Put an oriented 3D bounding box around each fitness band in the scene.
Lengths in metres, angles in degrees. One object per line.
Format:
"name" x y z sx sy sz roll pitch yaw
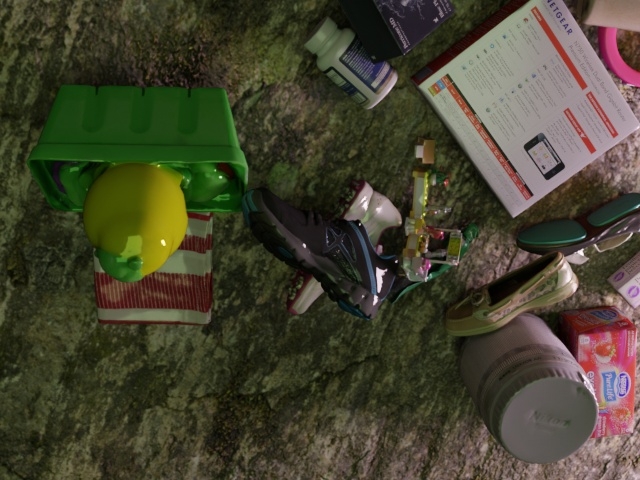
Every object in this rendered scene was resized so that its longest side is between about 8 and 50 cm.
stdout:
"fitness band" 0.670 -0.391 1.653 0.291 0.054 0.209 1 110 -6

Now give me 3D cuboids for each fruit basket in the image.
"fruit basket" -0.307 -0.080 1.509 0.392 0.283 0.392 2 71 -4

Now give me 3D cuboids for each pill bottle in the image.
"pill bottle" 0.053 -0.329 1.600 0.169 0.094 0.094 39 102 -17

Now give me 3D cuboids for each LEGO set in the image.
"LEGO set" 0.224 -0.053 1.684 0.107 0.132 0.287 6 74 12

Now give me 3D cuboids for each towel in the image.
"towel" -0.331 0.018 1.726 0.237 0.037 0.329 2 110 -5

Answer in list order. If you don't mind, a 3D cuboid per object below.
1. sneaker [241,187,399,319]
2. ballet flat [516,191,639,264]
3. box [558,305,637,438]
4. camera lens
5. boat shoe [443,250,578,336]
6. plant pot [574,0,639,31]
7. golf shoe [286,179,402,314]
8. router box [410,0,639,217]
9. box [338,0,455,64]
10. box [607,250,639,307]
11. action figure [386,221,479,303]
"sneaker" 0.000 0.000 1.605 0.341 0.125 0.140 41 76 -24
"ballet flat" 0.539 -0.006 1.764 0.280 0.095 0.096 -18 119 2
"box" 0.586 0.280 1.854 0.128 0.122 0.257 -6 110 -4
"camera lens" 0.411 0.288 1.757 0.219 0.274 0.219 -3 113 -6
"boat shoe" 0.371 0.105 1.766 0.285 0.104 0.089 -26 118 16
"plant pot" 0.597 -0.473 1.461 0.305 0.334 0.334 3 110 7
"golf shoe" 0.045 0.034 1.726 0.140 0.115 0.306 28 106 -17
"router box" 0.391 -0.262 1.660 0.301 0.082 0.335 -36 109 8
"box" 0.130 -0.423 1.537 0.158 0.093 0.156 -43 112 -26
"box" 0.744 0.005 1.798 0.324 0.063 0.067 -42 107 10
"action figure" 0.222 0.041 1.751 0.232 0.137 0.063 -36 97 -1
